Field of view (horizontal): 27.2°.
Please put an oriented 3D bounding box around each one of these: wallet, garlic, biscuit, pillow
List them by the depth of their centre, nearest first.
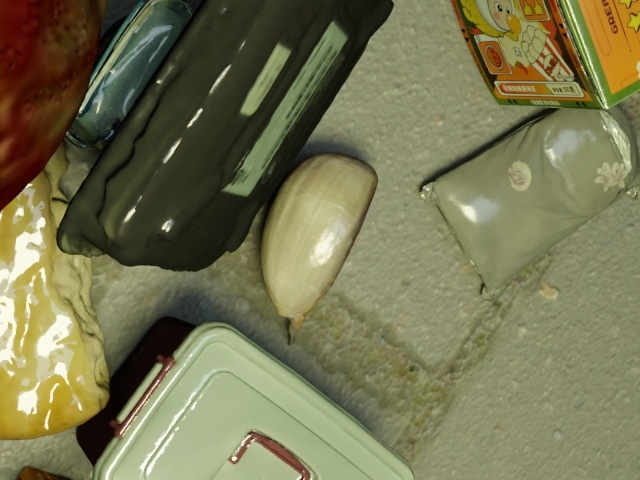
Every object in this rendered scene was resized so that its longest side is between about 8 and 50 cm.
[{"bbox_3d":[-0.175,-0.141,1.136,0.059,0.202,0.141,32,84,-17],"label":"wallet"},{"bbox_3d":[-0.299,0.039,1.163,0.213,0.091,0.274,-6,97,-14],"label":"biscuit"},{"bbox_3d":[-0.005,0.007,1.286,0.090,0.128,0.198,18,86,14],"label":"garlic"},{"bbox_3d":[0.241,-0.058,1.414,0.255,0.059,0.169,-35,112,-17],"label":"pillow"}]

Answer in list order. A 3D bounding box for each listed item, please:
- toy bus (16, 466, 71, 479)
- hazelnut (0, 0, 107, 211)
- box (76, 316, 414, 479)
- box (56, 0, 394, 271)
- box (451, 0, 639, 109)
[{"bbox_3d":[-0.238,0.256,1.183,0.074,0.162,0.070,32,83,-21],"label":"toy bus"},{"bbox_3d":[-0.349,-0.129,0.913,0.420,0.421,0.353,3,62,-24],"label":"hazelnut"},{"bbox_3d":[-0.079,0.206,1.245,0.294,0.167,0.193,40,82,-23],"label":"box"},{"bbox_3d":[-0.059,-0.125,1.101,0.091,0.350,0.359,33,94,6],"label":"box"},{"bbox_3d":[0.247,-0.236,1.317,0.148,0.195,0.178,-29,108,-19],"label":"box"}]
